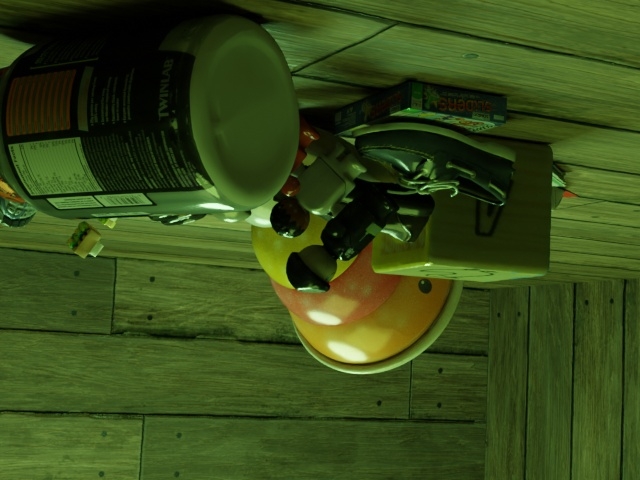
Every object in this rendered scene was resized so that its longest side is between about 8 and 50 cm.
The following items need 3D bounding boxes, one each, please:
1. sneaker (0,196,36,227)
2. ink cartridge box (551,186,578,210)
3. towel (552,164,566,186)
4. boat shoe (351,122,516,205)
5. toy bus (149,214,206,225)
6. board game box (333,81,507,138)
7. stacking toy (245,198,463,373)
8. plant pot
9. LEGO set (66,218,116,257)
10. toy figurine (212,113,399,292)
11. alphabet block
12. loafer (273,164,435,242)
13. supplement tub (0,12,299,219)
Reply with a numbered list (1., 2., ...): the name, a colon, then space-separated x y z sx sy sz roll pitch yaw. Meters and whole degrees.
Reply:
1. sneaker: -0.615 -0.099 2.119 0.129 0.111 0.297 17 179 32
2. ink cartridge box: 0.331 -0.068 2.116 0.189 0.066 0.232 -1 168 30
3. towel: 0.309 -0.108 1.926 0.152 0.023 0.113 2 172 24
4. boat shoe: 0.144 -0.093 1.503 0.255 0.079 0.095 9 173 -42
5. toy bus: -0.132 -0.115 1.582 0.212 0.149 0.220 -13 176 0
6. board game box: 0.120 -0.154 1.497 0.136 0.035 0.201 6 173 -24
7. stacking toy: 0.000 0.000 2.011 0.351 0.350 0.480 -1 158 32
8. plant pot: 0.008 -0.091 1.673 0.236 0.032 0.236 26 164 8
9. LEGO set: -0.296 -0.083 1.881 0.287 0.132 0.107 -21 162 12
10. toy figurine: -0.039 -0.064 1.372 0.213 0.148 0.209 40 -172 -29
11. alphabet block: 0.203 -0.045 1.746 0.197 0.193 0.192 5 172 -22
12. loafer: 0.034 -0.040 1.556 0.220 0.078 0.080 13 -156 10
13. supplement tub: -0.197 -0.119 1.228 0.316 0.193 0.194 -1 173 33
